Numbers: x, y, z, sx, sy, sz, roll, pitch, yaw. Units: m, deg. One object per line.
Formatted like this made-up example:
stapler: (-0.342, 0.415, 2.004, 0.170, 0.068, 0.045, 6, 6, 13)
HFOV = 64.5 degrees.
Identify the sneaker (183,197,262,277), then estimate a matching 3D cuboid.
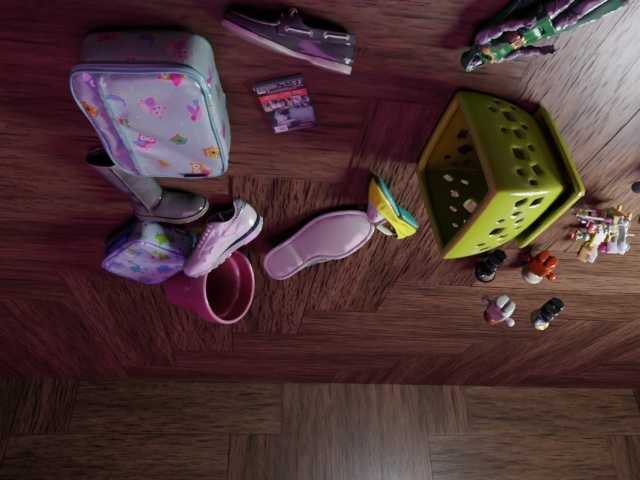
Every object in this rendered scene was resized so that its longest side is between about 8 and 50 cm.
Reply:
sneaker: (-0.249, -0.007, 1.197, 0.235, 0.090, 0.095, -39, 126, 11)

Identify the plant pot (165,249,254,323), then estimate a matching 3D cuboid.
plant pot: (-0.308, 0.119, 1.364, 0.180, 0.201, 0.201, 0, 154, 31)

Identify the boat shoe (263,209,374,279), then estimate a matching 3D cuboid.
boat shoe: (0.000, 0.000, 1.276, 0.319, 0.116, 0.099, -27, -175, 27)

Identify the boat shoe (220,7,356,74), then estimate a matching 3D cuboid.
boat shoe: (-0.043, -0.309, 0.756, 0.206, 0.075, 0.065, 15, 104, -16)

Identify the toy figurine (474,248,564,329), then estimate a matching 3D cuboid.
toy figurine: (0.538, 0.135, 1.387, 0.213, 0.209, 0.148, 0, 156, 0)

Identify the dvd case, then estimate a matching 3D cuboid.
dvd case: (-0.058, -0.240, 0.901, 0.087, 0.013, 0.119, -8, 148, 12)

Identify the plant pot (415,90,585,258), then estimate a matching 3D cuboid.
plant pot: (0.329, -0.114, 0.936, 0.207, 0.228, 0.227, 0, 150, -13)

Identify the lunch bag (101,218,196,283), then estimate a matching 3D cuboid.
lunch bag: (-0.436, 0.027, 1.279, 0.219, 0.090, 0.176, -27, 142, 37)

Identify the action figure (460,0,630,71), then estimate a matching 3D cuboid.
action figure: (0.314, -0.314, 0.742, 0.232, 0.063, 0.137, -21, 148, 37)

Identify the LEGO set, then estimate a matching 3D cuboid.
LEGO set: (0.644, -0.026, 1.216, 0.107, 0.132, 0.287, 10, 176, 13)

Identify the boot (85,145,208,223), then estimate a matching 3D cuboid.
boot: (-0.353, -0.119, 1.059, 0.189, 0.076, 0.208, -6, 143, 4)

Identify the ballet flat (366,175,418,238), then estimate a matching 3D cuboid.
ballet flat: (0.150, -0.061, 1.152, 0.077, 0.077, 0.231, -31, 144, 16)

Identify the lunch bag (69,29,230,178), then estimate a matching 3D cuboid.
lunch bag: (-0.273, -0.210, 0.850, 0.224, 0.108, 0.279, -1, 150, -1)

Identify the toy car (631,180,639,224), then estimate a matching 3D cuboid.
toy car: (0.734, -0.107, 1.045, 0.149, 0.155, 0.188, 13, 160, -23)
